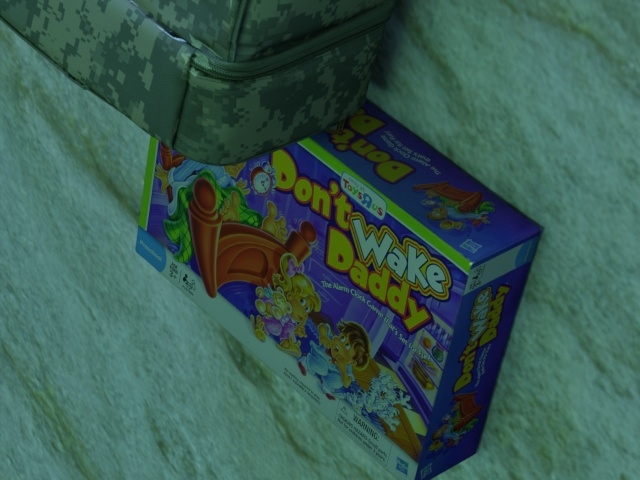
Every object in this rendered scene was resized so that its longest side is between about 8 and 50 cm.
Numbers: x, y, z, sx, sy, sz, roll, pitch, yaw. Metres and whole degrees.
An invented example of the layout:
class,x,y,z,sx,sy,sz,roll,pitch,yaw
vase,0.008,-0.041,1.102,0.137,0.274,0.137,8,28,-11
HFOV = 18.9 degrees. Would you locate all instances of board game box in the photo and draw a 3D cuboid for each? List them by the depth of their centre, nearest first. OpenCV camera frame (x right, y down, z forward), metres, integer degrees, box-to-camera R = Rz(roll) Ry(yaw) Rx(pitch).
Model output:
class,x,y,z,sx,sy,sz,roll,pitch,yaw
board game box,0.000,0.000,1.527,0.347,0.078,0.233,39,135,31

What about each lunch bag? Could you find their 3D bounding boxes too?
class,x,y,z,sx,sy,sz,roll,pitch,yaw
lunch bag,-0.084,-0.237,1.389,0.305,0.212,0.256,40,136,29
